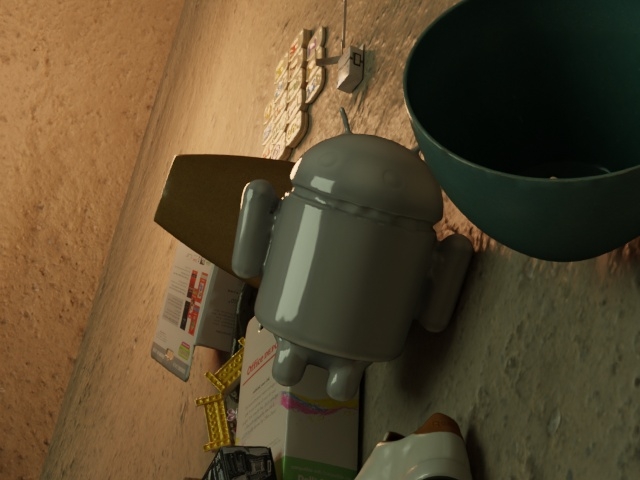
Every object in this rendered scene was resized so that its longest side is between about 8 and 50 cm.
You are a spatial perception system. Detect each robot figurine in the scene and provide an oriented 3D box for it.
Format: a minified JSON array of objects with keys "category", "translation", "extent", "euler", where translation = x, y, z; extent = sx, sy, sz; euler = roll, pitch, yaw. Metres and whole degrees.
[{"category":"robot figurine","translation":[0.036,0.018,1.442],"extent":[0.200,0.300,0.353],"euler":[-89,15,-83]}]

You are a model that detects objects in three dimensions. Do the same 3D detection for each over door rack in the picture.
[{"category":"over door rack","translation":[0.062,-0.510,2.060],"extent":[0.324,0.108,0.239],"euler":[107,165,-46]}]

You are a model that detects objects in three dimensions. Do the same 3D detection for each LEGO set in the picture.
[{"category":"LEGO set","translation":[-0.131,0.273,1.936],"extent":[0.107,0.132,0.287],"euler":[66,-148,-60]}]

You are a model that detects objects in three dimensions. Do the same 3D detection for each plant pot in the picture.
[{"category":"plant pot","translation":[-0.141,-0.047,1.914],"extent":[0.237,0.254,0.237],"euler":[-162,90,-82]},{"category":"plant pot","translation":[0.234,-0.092,1.100],"extent":[0.195,0.290,0.290],"euler":[76,-173,-46]}]

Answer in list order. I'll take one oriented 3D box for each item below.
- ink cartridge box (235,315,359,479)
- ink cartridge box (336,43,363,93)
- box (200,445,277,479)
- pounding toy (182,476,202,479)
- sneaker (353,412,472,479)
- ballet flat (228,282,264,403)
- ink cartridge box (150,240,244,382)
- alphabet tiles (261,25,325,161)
[{"category":"ink cartridge box","translation":[-0.035,0.252,1.665],"extent":[0.207,0.119,0.353],"euler":[134,146,-52]},{"category":"ink cartridge box","translation":[0.052,-0.306,2.006],"extent":[0.048,0.028,0.083],"euler":[-46,33,50]},{"category":"box","translation":[-0.111,0.461,1.483],"extent":[0.307,0.076,0.242],"euler":[-107,34,-41]},{"category":"pounding toy","translation":[-0.194,0.485,1.954],"extent":[0.130,0.100,0.141],"euler":[-94,19,-45]},{"category":"sneaker","translation":[0.082,0.310,1.372],"extent":[0.290,0.106,0.123],"euler":[-45,27,35]},{"category":"ballet flat","translation":[-0.123,0.164,2.025],"extent":[0.058,0.084,0.250],"euler":[179,101,-67]},{"category":"ink cartridge box","translation":[-0.205,0.128,2.181],"extent":[0.309,0.130,0.272],"euler":[-168,93,-70]},{"category":"alphabet tiles","translation":[-0.060,-0.287,2.290],"extent":[0.278,0.021,0.284],"euler":[-50,31,47]}]
